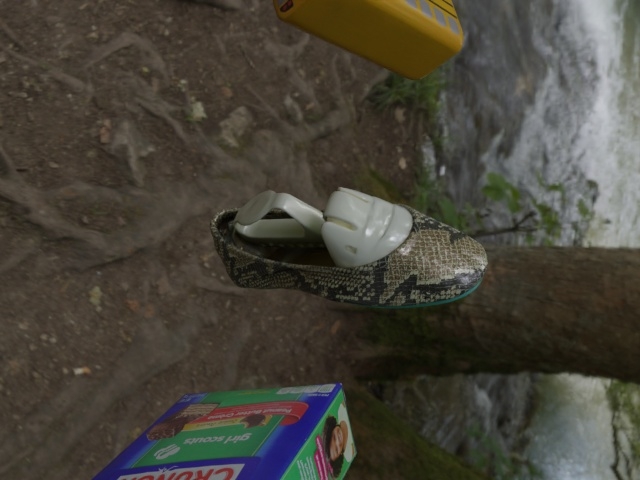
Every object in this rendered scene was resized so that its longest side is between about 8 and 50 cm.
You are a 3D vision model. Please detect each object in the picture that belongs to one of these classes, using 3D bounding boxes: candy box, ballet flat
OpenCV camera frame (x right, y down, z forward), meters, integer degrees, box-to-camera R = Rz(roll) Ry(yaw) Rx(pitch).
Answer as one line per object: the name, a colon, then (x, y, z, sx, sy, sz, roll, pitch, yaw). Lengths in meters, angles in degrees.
candy box: (-0.130, 0.305, 0.774, 0.317, 0.268, 0.122, -39, 117, -65)
ballet flat: (0.000, 0.000, 0.945, 0.164, 0.482, 0.182, -57, 130, -32)

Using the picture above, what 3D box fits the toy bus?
toy bus: (0.038, -0.319, 0.791, 0.332, 0.108, 0.130, 7, 63, -45)
